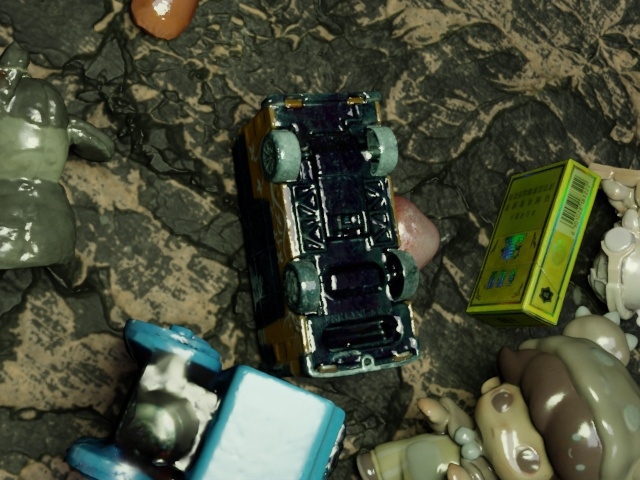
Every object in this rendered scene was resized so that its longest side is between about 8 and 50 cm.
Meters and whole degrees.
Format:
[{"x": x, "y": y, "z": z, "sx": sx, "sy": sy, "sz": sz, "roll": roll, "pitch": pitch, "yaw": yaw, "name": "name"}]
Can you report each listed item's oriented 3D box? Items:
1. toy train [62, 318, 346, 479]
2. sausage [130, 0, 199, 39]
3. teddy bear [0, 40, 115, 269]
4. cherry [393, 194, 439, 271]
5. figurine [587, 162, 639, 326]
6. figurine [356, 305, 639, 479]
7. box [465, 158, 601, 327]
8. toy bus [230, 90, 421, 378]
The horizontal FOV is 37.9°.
[{"x": -0.118, "y": 0.208, "z": 0.992, "sx": 0.265, "sy": 0.300, "sz": 0.188, "roll": 24, "pitch": 76, "yaw": -8, "name": "toy train"}, {"x": -0.173, "y": -0.337, "z": 1.152, "sx": 0.077, "sy": 0.077, "sz": 0.194, "roll": 26, "pitch": 75, "yaw": -19, "name": "sausage"}, {"x": -0.323, "y": -0.074, "z": 1.032, "sx": 0.171, "sy": 0.144, "sz": 0.251, "roll": 18, "pitch": 77, "yaw": -42, "name": "teddy bear"}, {"x": 0.104, "y": 0.002, "z": 1.223, "sx": 0.106, "sy": 0.087, "sz": 0.126, "roll": 17, "pitch": 75, "yaw": -16, "name": "cherry"}, {"x": 0.441, "y": 0.006, "z": 1.347, "sx": 0.162, "sy": 0.141, "sz": 0.237, "roll": -5, "pitch": 96, "yaw": -56, "name": "figurine"}, {"x": 0.241, "y": 0.254, "z": 1.152, "sx": 0.380, "sy": 0.203, "sz": 0.248, "roll": -25, "pitch": 56, "yaw": 9, "name": "figurine"}, {"x": 0.289, "y": 0.009, "z": 1.272, "sx": 0.064, "sy": 0.141, "sz": 0.220, "roll": 28, "pitch": 73, "yaw": -19, "name": "box"}, {"x": 0.000, "y": 0.000, "z": 1.123, "sx": 0.162, "sy": 0.194, "sz": 0.323, "roll": -6, "pitch": 83, "yaw": -24, "name": "toy bus"}]
